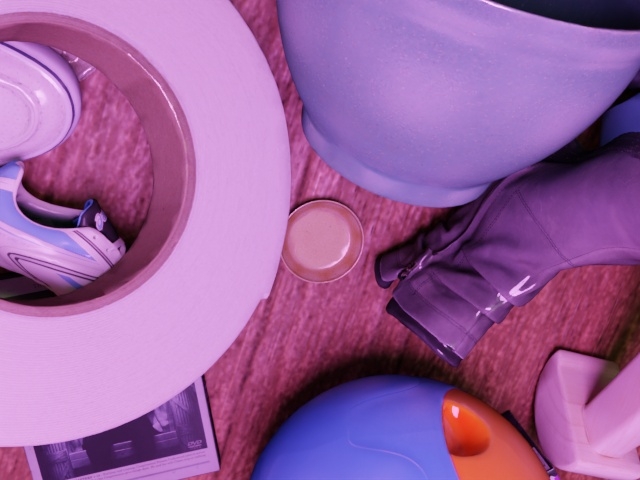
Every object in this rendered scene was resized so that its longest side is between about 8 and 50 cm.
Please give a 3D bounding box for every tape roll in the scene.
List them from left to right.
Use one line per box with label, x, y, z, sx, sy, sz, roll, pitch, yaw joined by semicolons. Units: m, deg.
tape roll;-0.198;-0.051;0.551;0.392;0.072;0.391;0;90;-34

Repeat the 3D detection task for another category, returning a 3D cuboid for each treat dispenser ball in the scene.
treat dispenser ball;0.070;0.265;0.686;0.288;0.288;0.288;-3;106;-10

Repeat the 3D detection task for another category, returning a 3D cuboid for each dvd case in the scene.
dvd case;-0.204;0.132;0.736;0.179;0.029;0.238;-11;107;-8

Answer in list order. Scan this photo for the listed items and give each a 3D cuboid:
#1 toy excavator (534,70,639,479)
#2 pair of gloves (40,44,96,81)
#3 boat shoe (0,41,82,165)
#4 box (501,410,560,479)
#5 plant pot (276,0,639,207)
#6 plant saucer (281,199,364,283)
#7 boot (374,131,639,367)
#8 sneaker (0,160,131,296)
toy excavator;0.350;-0.008;0.680;0.222;0.433;0.445;15;74;-14
pair of gloves;-0.200;-0.267;0.620;0.240;0.042;0.204;-44;108;4
boat shoe;-0.371;-0.097;0.560;0.367;0.156;0.135;5;120;-13
box;0.238;0.276;0.812;0.029;0.116;0.162;-27;108;0
plant pot;0.092;-0.151;0.603;0.293;0.293;0.196;9;130;-13
plant saucer;0.000;0.000;0.744;0.083;0.015;0.083;-3;106;-10
boot;0.173;0.024;0.613;0.223;0.338;0.118;-44;104;2
sneaker;-0.182;0.023;0.645;0.237;0.085;0.086;36;100;-24
